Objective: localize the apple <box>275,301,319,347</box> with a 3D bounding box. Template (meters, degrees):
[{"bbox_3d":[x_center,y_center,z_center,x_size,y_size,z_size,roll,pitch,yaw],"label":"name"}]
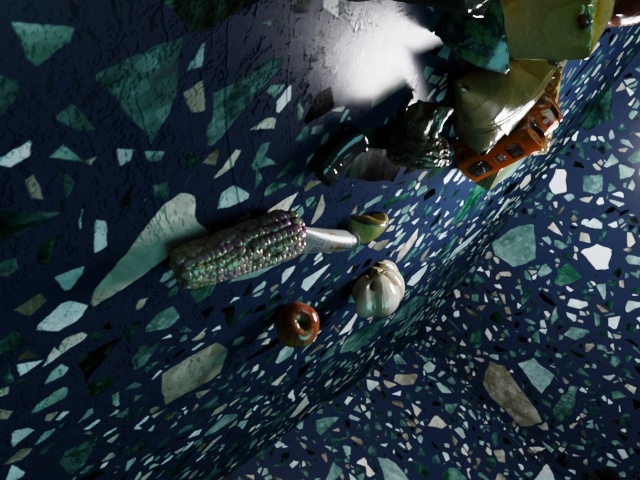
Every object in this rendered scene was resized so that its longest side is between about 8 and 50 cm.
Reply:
[{"bbox_3d":[-0.077,0.275,1.666,0.146,0.146,0.131,-36,178,-23],"label":"apple"}]

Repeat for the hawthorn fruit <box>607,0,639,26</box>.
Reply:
[{"bbox_3d":[0.812,-0.751,1.369,0.368,0.285,0.284,-63,162,-18],"label":"hawthorn fruit"}]

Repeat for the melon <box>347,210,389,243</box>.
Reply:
[{"bbox_3d":[0.153,-0.030,1.631,0.160,0.079,0.128,-17,143,-49],"label":"melon"}]

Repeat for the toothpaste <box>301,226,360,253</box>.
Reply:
[{"bbox_3d":[0.000,0.000,1.454,0.323,0.066,0.100,0,129,-53],"label":"toothpaste"}]

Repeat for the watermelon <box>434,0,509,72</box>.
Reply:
[{"bbox_3d":[0.392,-0.495,1.195,0.202,0.207,0.136,-49,-170,-37],"label":"watermelon"}]

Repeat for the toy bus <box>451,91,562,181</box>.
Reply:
[{"bbox_3d":[0.593,-0.324,1.635,0.329,0.153,0.143,-28,132,36],"label":"toy bus"}]

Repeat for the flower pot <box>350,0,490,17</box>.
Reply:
[{"bbox_3d":[0.185,-0.487,0.731,0.379,0.251,0.379,-35,154,-20],"label":"flower pot"}]

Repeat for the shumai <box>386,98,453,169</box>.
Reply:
[{"bbox_3d":[0.267,-0.283,1.362,0.206,0.167,0.175,-29,127,-59],"label":"shumai"}]

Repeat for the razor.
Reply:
[{"bbox_3d":[0.046,-0.200,1.204,0.148,0.054,0.090,-46,157,-2],"label":"razor"}]

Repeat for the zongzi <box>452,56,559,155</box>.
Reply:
[{"bbox_3d":[0.537,-0.488,1.423,0.447,0.181,0.418,-51,156,5],"label":"zongzi"}]

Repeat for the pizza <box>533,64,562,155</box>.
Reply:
[{"bbox_3d":[0.784,-0.466,1.804,0.226,0.086,0.335,-16,114,-64],"label":"pizza"}]

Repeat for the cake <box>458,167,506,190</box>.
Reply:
[{"bbox_3d":[0.654,-0.319,1.924,0.284,0.158,0.172,-35,155,-31],"label":"cake"}]

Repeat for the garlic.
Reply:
[{"bbox_3d":[0.240,0.192,2.018,0.281,0.185,0.203,-28,132,-33],"label":"garlic"}]

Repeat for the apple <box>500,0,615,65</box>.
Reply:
[{"bbox_3d":[0.573,-0.594,1.200,0.314,0.252,0.309,-21,131,7],"label":"apple"}]

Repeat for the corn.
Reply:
[{"bbox_3d":[-0.169,0.021,1.119,0.335,0.126,0.126,-23,148,-42],"label":"corn"}]
